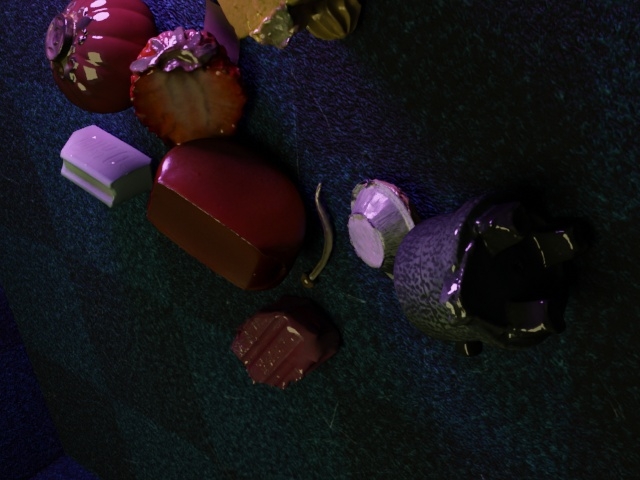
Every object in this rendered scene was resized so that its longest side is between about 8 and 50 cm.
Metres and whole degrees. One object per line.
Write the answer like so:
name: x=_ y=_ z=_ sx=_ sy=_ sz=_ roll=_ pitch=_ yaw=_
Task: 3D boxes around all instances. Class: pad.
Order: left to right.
pad: x=-0.227 y=-0.446 z=1.841 sx=0.113 sy=0.006 sz=0.188 roll=35 pitch=138 yaw=21

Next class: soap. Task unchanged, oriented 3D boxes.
soap: x=-0.614 y=-0.215 z=2.278 sx=0.289 sy=0.172 sz=0.095 roll=30 pitch=134 yaw=30
soap: x=-0.096 y=0.264 z=2.110 sx=0.220 sy=0.127 sz=0.325 roll=50 pitch=141 yaw=6

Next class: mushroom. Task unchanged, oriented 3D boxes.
mushroom: x=-0.001 y=0.002 z=1.901 sx=0.068 sy=0.043 sz=0.306 roll=17 pitch=131 yaw=6

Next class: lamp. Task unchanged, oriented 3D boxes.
lamp: x=-0.515 y=-0.454 z=1.926 sx=0.303 sy=0.257 sz=0.303 roll=-8 pitch=79 yaw=46

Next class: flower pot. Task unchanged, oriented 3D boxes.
flower pot: x=0.294 y=0.068 z=1.424 sx=0.282 sy=0.299 sz=0.299 roll=-16 pitch=104 yaw=54

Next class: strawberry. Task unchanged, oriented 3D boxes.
strawberry: x=-0.297 y=-0.340 z=1.860 sx=0.336 sy=0.265 sz=0.149 roll=79 pitch=-178 yaw=-52

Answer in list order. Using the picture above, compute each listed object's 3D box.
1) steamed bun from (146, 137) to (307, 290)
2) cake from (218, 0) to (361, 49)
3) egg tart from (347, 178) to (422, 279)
steamed bun: x=-0.201 y=-0.075 z=1.883 sx=0.379 sy=0.248 sz=0.235 roll=34 pitch=142 yaw=4
cake: x=-0.054 y=-0.488 z=1.455 sx=0.222 sy=0.227 sz=0.286 roll=-21 pitch=98 yaw=55
egg tart: x=0.127 y=-0.014 z=1.672 sx=0.234 sy=0.094 sz=0.234 roll=43 pitch=147 yaw=37
